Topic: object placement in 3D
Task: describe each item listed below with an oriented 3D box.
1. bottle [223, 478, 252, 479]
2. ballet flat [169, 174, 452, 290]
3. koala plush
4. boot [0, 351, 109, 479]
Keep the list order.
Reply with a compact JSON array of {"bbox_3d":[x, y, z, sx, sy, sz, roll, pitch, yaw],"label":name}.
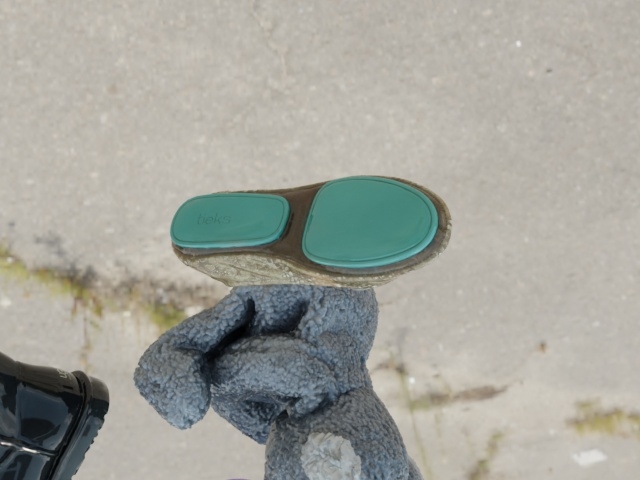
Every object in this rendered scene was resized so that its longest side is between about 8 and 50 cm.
[{"bbox_3d":[-0.081,0.284,1.054,0.283,0.092,0.118,-19,106,38],"label":"bottle"},{"bbox_3d":[0.000,0.000,0.699,0.206,0.073,0.067,4,154,37],"label":"ballet flat"},{"bbox_3d":[-0.001,0.147,0.937,0.203,0.221,0.196,-38,153,10],"label":"koala plush"},{"bbox_3d":[-0.318,0.189,0.939,0.207,0.094,0.246,25,95,-34],"label":"boot"}]
